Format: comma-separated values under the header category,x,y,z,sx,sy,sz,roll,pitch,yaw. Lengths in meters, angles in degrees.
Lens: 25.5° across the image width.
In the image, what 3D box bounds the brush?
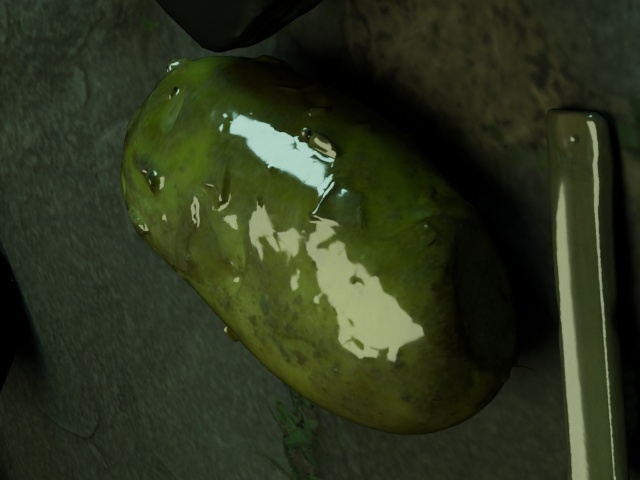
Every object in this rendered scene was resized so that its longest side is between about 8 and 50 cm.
category,x,y,z,sx,sy,sz,roll,pitch,yaw
brush,0.124,0.034,0.626,0.034,0.028,0.190,9,111,47

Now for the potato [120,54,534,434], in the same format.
category,x,y,z,sx,sy,sz,roll,pitch,yaw
potato,0.000,0.000,0.697,0.251,0.113,0.149,33,129,26

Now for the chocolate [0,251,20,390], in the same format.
category,x,y,z,sx,sy,sz,roll,pitch,yaw
chocolate,-0.404,0.063,1.166,0.186,0.284,0.283,-10,103,61

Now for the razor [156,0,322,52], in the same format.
category,x,y,z,sx,sy,sz,roll,pitch,yaw
razor,-0.071,-0.259,0.617,0.349,0.113,0.204,63,149,2
